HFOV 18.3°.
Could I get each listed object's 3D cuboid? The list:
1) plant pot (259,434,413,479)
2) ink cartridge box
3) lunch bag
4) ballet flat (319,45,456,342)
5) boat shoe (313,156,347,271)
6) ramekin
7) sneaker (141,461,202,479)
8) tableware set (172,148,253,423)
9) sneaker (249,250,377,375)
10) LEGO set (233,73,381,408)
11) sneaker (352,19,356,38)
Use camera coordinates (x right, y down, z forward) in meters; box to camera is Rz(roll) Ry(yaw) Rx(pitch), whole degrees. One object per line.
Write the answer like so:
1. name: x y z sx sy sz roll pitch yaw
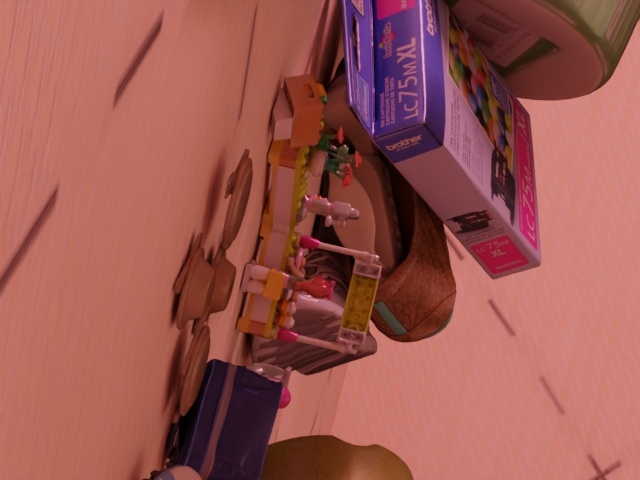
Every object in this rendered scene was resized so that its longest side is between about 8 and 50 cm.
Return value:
1. plant pot: 0.002 0.334 1.874 0.276 0.276 0.254 98 -7 -52
2. ink cartridge box: 0.114 -0.118 1.829 0.311 0.065 0.186 43 37 -46
3. lunch bag: -0.073 0.137 1.403 0.067 0.065 0.098 132 -25 -63
4. ballet flat: 0.046 -0.067 1.870 0.124 0.116 0.342 31 45 -48
5. boat shoe: 0.053 -0.074 2.199 0.104 0.110 0.307 -77 -172 -55
6. ramekin: 0.174 -0.260 1.916 0.303 0.303 0.148 89 22 -73
7. sneaker: -0.099 0.225 1.207 0.237 0.086 0.085 -72 172 -57
8. tableware set: -0.076 0.031 1.340 0.141 0.020 0.169 -71 175 -45
9. sneaker: -0.021 0.060 1.846 0.281 0.105 0.115 48 21 -80
10. LEGO set: 0.000 0.000 1.633 0.132 0.107 0.287 -64 167 -71
11. sneaker: 0.078 -0.220 2.139 0.227 0.087 0.130 93 13 -51
